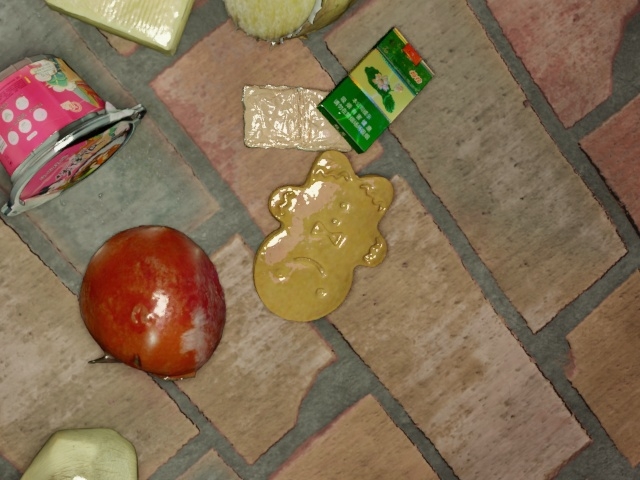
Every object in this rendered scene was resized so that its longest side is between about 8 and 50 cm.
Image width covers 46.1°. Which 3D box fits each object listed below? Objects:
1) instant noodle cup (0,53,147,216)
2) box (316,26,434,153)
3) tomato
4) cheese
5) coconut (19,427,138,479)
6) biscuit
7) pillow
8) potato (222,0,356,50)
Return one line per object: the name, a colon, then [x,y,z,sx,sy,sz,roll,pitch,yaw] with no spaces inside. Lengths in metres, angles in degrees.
instant noodle cup: [-0.476,-0.203,1.306,0.302,0.258,0.181,-38,91,-12]
box: [0.112,-0.300,1.505,0.132,0.034,0.235,46,74,-15]
tomato: [-0.307,0.127,1.420,0.309,0.170,0.309,-2,100,-14]
cheese: [-0.332,-0.499,1.344,0.242,0.124,0.266,20,93,-15]
coconut: [-0.457,0.460,1.423,0.224,0.224,0.224,-2,99,-13]
biscuit: [0.001,0.001,1.526,0.275,0.052,0.355,31,93,-19]
pillow: [-0.041,-0.242,1.498,0.232,0.043,0.126,2,93,-11]
potato: [-0.004,-0.509,1.375,0.237,0.288,0.301,-19,110,-44]
